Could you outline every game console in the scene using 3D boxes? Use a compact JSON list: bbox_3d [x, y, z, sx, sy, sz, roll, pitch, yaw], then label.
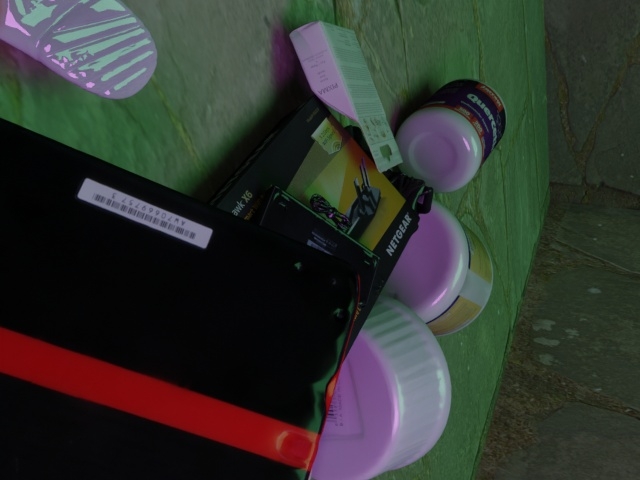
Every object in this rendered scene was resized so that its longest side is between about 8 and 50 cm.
[{"bbox_3d":[-0.179,0.109,0.488,0.060,0.387,0.341,-36,-146,62],"label":"game console"}]

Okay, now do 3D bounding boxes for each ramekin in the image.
[{"bbox_3d":[0.039,0.220,1.001,0.135,0.277,0.277,-5,103,-56],"label":"ramekin"}]

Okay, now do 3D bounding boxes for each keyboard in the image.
[{"bbox_3d":[0.000,0.000,0.830,0.180,0.023,0.108,34,58,-27],"label":"keyboard"}]

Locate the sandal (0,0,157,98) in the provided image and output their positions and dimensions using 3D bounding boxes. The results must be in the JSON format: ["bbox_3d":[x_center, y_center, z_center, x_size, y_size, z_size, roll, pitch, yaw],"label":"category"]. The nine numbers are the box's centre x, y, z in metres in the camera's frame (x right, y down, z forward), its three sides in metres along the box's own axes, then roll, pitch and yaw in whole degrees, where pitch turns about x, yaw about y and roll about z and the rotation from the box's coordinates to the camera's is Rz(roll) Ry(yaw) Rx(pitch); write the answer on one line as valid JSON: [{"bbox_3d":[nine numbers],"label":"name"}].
[{"bbox_3d":[-0.243,-0.201,0.516,0.102,0.076,0.265,-53,137,-4],"label":"sandal"}]

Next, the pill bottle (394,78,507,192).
[{"bbox_3d":[0.294,-0.240,1.466,0.323,0.182,0.181,-46,137,-50],"label":"pill bottle"}]

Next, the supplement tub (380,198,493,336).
[{"bbox_3d":[0.190,0.057,1.278,0.331,0.241,0.240,25,75,-63],"label":"supplement tub"}]

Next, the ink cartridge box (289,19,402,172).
[{"bbox_3d":[0.045,-0.205,1.001,0.224,0.056,0.181,70,21,-5],"label":"ink cartridge box"}]

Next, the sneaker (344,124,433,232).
[{"bbox_3d":[0.107,-0.098,1.116,0.087,0.130,0.227,72,3,-63],"label":"sneaker"}]

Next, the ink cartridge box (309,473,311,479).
[{"bbox_3d":[-0.110,0.310,0.878,0.226,0.131,0.306,-2,98,-64],"label":"ink cartridge box"}]

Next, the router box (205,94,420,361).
[{"bbox_3d":[-0.017,-0.012,0.894,0.243,0.081,0.308,47,47,-16],"label":"router box"}]
